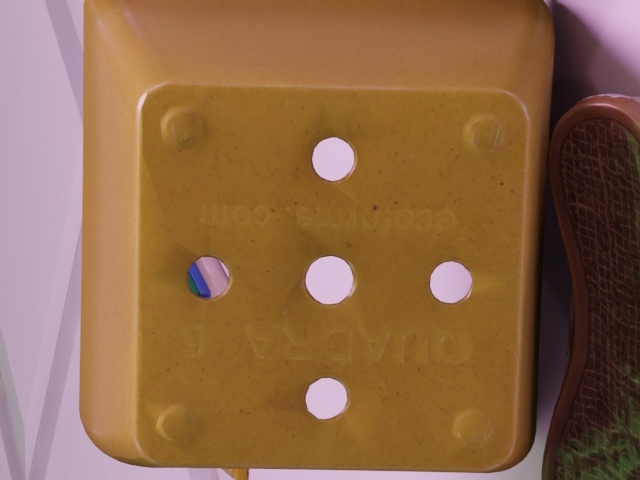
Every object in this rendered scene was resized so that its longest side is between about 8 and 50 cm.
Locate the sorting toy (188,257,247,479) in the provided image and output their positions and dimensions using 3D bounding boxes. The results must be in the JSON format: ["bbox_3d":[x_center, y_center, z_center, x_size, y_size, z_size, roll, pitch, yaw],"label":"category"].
[{"bbox_3d":[-0.109,0.062,1.323,0.274,0.046,0.132,-122,37,-51],"label":"sorting toy"}]

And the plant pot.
[{"bbox_3d":[0.000,0.000,0.752,0.187,0.212,0.212,-108,20,-82],"label":"plant pot"}]

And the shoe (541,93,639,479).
[{"bbox_3d":[0.131,0.050,0.718,0.076,0.058,0.219,5,102,37],"label":"shoe"}]
